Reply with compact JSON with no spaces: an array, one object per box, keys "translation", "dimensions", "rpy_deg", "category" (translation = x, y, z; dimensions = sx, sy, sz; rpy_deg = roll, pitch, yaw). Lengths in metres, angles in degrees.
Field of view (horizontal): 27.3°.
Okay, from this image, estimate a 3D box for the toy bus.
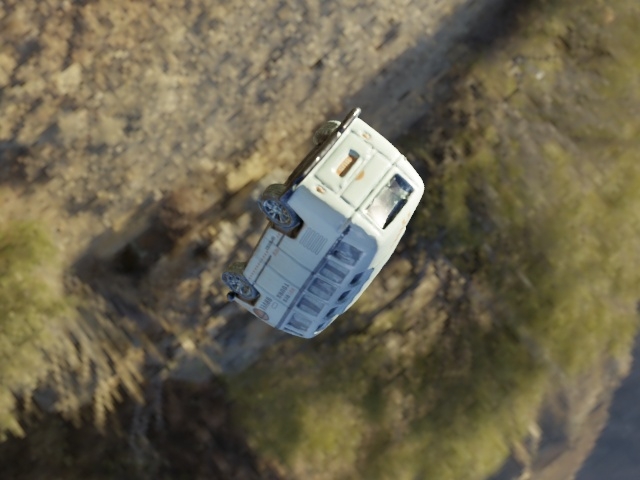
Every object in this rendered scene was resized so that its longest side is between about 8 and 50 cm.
[{"translation":[0.000,0.000,0.893],"dimensions":[0.087,0.089,0.194],"rpy_deg":[-51,177,-32],"category":"toy bus"}]
